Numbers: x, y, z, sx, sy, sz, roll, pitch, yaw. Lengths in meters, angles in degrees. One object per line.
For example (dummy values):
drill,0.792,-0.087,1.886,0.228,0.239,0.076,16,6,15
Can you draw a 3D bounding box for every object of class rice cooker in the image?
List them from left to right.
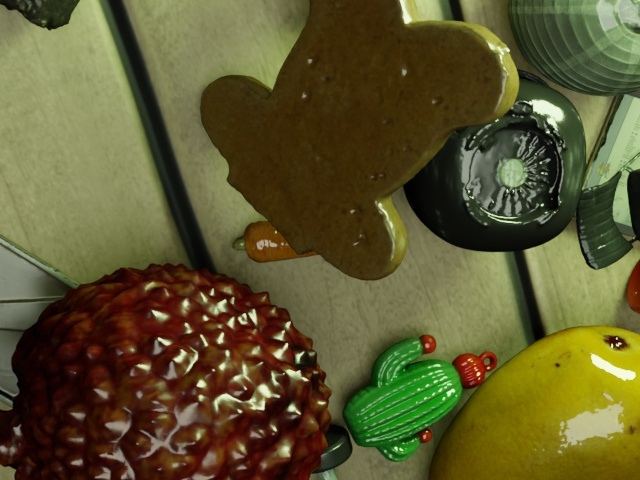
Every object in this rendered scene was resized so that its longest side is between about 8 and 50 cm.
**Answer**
rice cooker,0.235,-0.115,1.680,0.267,0.224,0.267,-2,103,-9

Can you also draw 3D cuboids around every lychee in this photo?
lychee,-0.225,0.237,1.588,0.500,0.425,0.424,-10,106,-27

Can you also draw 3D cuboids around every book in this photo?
book,0.486,-0.121,1.826,0.158,0.026,0.231,17,101,-16

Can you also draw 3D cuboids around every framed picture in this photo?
framed picture,-0.458,0.113,1.733,0.289,0.016,0.213,33,96,-15

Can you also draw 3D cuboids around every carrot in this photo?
carrot,0.000,0.000,1.759,0.257,0.061,0.061,-1,104,-11

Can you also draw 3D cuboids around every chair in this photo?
chair,0.482,-0.047,1.713,0.221,0.145,0.140,-25,111,-37

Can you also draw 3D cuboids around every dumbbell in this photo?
dumbbell,0.017,0.383,1.835,0.100,0.100,0.191,-17,106,-5

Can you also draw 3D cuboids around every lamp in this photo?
lamp,0.391,-0.310,1.655,0.265,0.233,0.233,38,95,-21

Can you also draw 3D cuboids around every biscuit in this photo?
biscuit,0.036,-0.175,1.605,0.368,0.076,0.394,42,116,18

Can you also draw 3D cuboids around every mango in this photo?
mango,0.344,0.318,1.812,0.300,0.232,0.445,37,106,-22

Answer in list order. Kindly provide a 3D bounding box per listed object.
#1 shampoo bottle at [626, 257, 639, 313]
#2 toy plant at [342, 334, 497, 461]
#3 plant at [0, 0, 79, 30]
shampoo bottle,0.617,0.103,1.860,0.278,0.104,0.104,19,100,-13
toy plant,0.142,0.223,1.822,0.155,0.088,0.240,42,89,-17
plant,-0.345,-0.384,1.569,0.131,0.142,0.203,24,108,-5
